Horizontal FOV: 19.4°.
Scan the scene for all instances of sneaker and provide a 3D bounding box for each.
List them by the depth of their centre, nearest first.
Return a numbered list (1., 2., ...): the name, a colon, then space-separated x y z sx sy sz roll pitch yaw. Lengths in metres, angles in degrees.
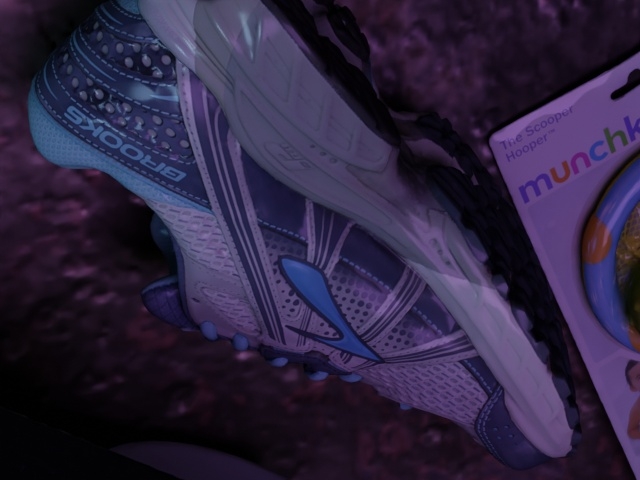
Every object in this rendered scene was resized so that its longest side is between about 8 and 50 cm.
1. sneaker: 0.000 0.000 0.725 0.122 0.110 0.283 -30 123 17

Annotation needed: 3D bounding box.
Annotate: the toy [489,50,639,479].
1. toy: 0.180 0.023 0.822 0.137 0.056 0.237 -31 124 -6

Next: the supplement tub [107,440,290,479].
1. supplement tub: -0.071 0.197 0.758 0.144 0.144 0.200 13 111 -27

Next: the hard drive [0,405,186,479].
1. hard drive: -0.200 0.144 0.644 0.339 0.064 0.237 21 109 -1
